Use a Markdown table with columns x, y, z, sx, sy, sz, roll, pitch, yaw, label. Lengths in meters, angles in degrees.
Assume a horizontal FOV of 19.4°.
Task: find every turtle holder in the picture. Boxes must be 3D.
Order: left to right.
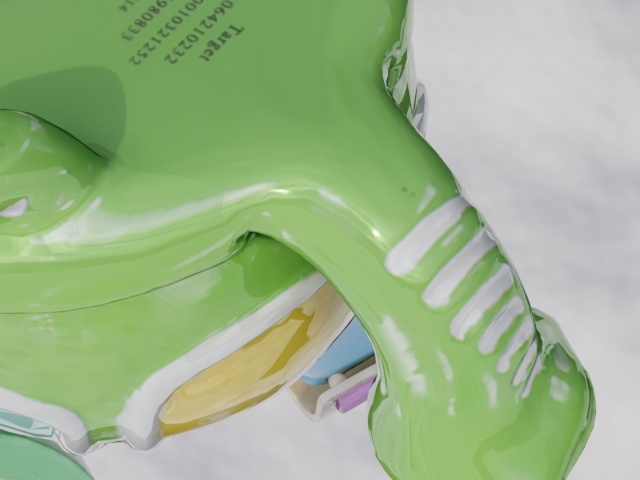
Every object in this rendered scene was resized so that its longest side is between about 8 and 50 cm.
| x | y | z | sx | sy | sz | roll | pitch | yaw | label |
| --- | --- | --- | --- | --- | --- | --- | --- | --- | --- |
| -0.056 | -0.040 | 0.651 | 0.320 | 0.227 | 0.243 | 5 | 54 | 13 | turtle holder |

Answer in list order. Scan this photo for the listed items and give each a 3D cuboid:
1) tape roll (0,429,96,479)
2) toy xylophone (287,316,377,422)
| x | y | z | sx | sy | sz | roll | pitch | yaw | label |
| --- | --- | --- | --- | --- | --- | --- | --- | --- | --- |
| -0.336 | 0.282 | 1.615 | 0.321 | 0.321 | 0.077 | -7 | 30 | -25 | tape roll |
| 0.000 | 0.000 | 1.530 | 0.236 | 0.081 | 0.323 | -35 | 59 | -19 | toy xylophone |
